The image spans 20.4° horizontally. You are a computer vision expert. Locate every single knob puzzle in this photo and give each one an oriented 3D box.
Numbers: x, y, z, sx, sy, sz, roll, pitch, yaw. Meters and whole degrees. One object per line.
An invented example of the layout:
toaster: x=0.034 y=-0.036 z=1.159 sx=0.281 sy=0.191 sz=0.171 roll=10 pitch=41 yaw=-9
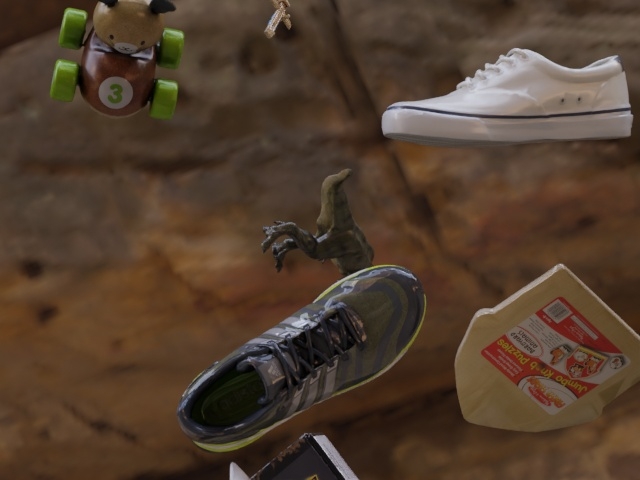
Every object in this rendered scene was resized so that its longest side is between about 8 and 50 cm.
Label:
knob puzzle: x=0.220 y=0.122 z=1.810 sx=0.213 sy=0.213 sz=0.030 roll=-24 pitch=34 yaw=14

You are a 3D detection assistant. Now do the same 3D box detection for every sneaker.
sneaker: x=-0.021 y=0.128 z=1.822 sx=0.300 sy=0.111 sz=0.121 roll=-35 pitch=-5 yaw=6
sneaker: x=0.180 y=-0.139 z=1.734 sx=0.258 sy=0.091 sz=0.094 roll=-3 pitch=-1 yaw=-19

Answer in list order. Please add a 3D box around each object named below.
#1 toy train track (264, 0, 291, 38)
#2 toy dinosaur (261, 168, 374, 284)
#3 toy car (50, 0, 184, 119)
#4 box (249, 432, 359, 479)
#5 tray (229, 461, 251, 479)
toy train track: x=-0.047 y=-0.261 z=2.072 sx=0.014 sy=0.048 sz=0.083 roll=-20 pitch=27 yaw=29
toy dinosaur: x=0.000 y=0.000 z=1.946 sx=0.118 sy=0.064 sz=0.268 roll=-7 pitch=-34 yaw=8
toy car: x=-0.239 y=-0.251 z=2.185 sx=0.155 sy=0.149 sz=0.188 roll=10 pitch=-26 yaw=-11
box: x=-0.028 y=0.435 z=2.165 sx=0.295 sy=0.293 sz=0.073 roll=-40 pitch=-16 yaw=10
tray: x=-0.056 y=0.358 z=1.724 sx=0.030 sy=0.270 sz=0.145 roll=-11 pitch=-47 yaw=8
